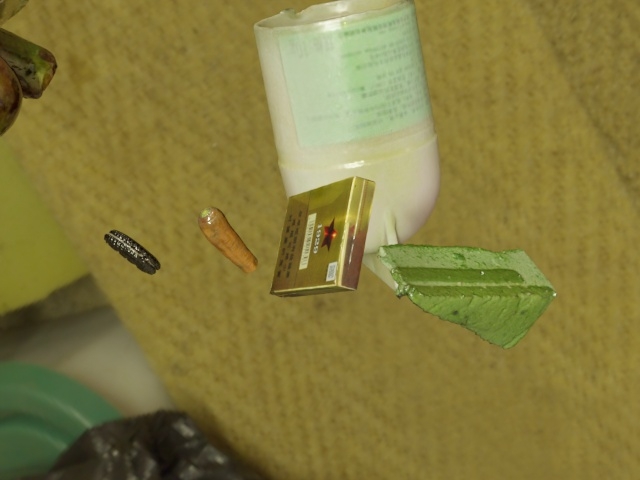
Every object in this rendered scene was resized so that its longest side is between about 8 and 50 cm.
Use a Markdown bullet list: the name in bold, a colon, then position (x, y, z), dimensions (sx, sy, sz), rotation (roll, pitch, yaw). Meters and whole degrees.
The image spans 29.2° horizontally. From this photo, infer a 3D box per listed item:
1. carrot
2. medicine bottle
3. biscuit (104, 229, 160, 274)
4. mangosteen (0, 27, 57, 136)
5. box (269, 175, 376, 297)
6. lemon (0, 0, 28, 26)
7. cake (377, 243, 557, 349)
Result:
- **carrot**: position (-0.101, 0.000, 1.330), dimensions (0.032, 0.032, 0.093), rotation (-12, 134, 31)
- **medicine bottle**: position (0.053, -0.138, 1.790), dimensions (0.236, 0.236, 0.406), rotation (-2, 109, 27)
- **biscuit**: position (-0.269, 0.017, 1.764), dimensions (0.087, 0.027, 0.089), rotation (32, 169, 21)
- **mangosteen**: position (-0.527, -0.189, 1.374), dimensions (0.435, 0.382, 0.382), rotation (-3, 121, -3)
- **box**: position (0.000, 0.000, 1.020), dimensions (0.023, 0.090, 0.133), rotation (13, 169, -24)
- **lemon**: position (-0.577, -0.429, 1.672), dimensions (0.364, 0.364, 0.364), rotation (12, 123, 19)
- **cake**: position (0.172, 0.042, 1.430), dimensions (0.099, 0.235, 0.100), rotation (-47, 48, 17)
